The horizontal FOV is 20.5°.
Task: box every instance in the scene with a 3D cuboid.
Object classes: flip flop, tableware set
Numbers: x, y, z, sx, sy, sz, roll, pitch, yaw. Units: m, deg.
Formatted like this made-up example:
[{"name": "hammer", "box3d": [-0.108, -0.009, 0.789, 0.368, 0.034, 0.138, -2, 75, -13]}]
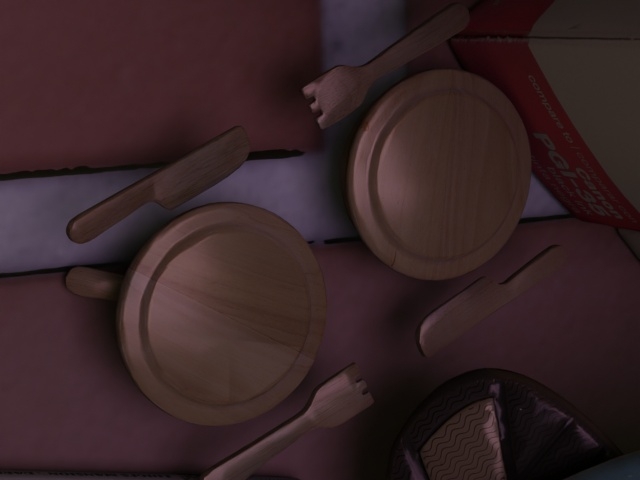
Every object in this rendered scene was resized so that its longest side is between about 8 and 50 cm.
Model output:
[{"name": "flip flop", "box3d": [0.122, 0.152, 0.767, 0.112, 0.080, 0.277, -41, 119, 12]}, {"name": "tableware set", "box3d": [0.000, 0.000, 0.709, 0.194, 0.039, 0.128, -32, 111, -20]}]

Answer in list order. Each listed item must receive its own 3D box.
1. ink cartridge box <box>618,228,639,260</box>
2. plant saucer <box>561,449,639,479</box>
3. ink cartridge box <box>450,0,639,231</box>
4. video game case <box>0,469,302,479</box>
[{"name": "ink cartridge box", "box3d": [0.286, 0.007, 0.743, 0.168, 0.233, 0.171, -47, 114, -13]}, {"name": "plant saucer", "box3d": [0.160, 0.220, 0.742, 0.317, 0.043, 0.317, -5, 121, -8]}, {"name": "ink cartridge box", "box3d": [0.213, -0.096, 0.663, 0.207, 0.283, 0.117, -43, 113, -15]}, {"name": "video game case", "box3d": [-0.093, 0.185, 0.697, 0.173, 0.022, 0.190, 5, 95, -27]}]
